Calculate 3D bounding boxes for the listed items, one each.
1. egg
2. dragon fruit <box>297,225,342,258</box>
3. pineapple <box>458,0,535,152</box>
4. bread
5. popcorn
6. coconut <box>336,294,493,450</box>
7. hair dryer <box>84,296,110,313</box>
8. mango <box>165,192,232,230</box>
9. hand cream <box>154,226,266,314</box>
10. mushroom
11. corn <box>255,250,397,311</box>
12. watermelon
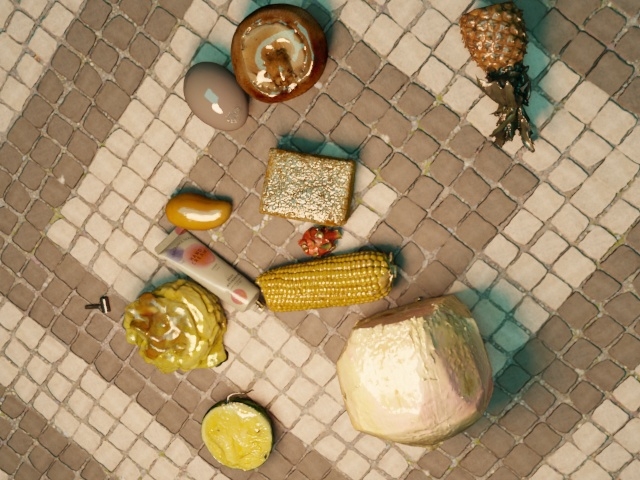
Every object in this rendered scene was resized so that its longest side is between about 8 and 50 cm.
[{"bbox_3d":[-0.269,-0.371,1.914,0.146,0.146,0.198,-35,99,16],"label":"egg"},{"bbox_3d":[0.001,-0.002,1.972,0.116,0.081,0.086,-33,92,-8],"label":"dragon fruit"},{"bbox_3d":[0.439,-0.380,1.761,0.166,0.165,0.364,-13,98,14],"label":"pineapple"},{"bbox_3d":[-0.032,-0.138,1.937,0.234,0.110,0.184,10,100,7],"label":"bread"},{"bbox_3d":[-0.401,0.237,2.022,0.293,0.237,0.292,1,98,9],"label":"popcorn"},{"bbox_3d":[0.236,0.346,1.843,0.405,0.404,0.404,2,102,11],"label":"coconut"},{"bbox_3d":[-0.659,0.192,2.177,0.083,0.026,0.047,-6,98,20],"label":"hair dryer"},{"bbox_3d":[-0.332,-0.078,2.024,0.184,0.085,0.102,3,98,0],"label":"mango"},{"bbox_3d":[-0.289,0.090,2.034,0.341,0.124,0.077,38,138,1],"label":"hand cream"},{"bbox_3d":[-0.106,-0.469,1.857,0.253,0.153,0.253,2,104,10],"label":"mushroom"},{"bbox_3d":[0.015,0.115,1.962,0.387,0.144,0.143,-13,99,14],"label":"corn"},{"bbox_3d":[-0.229,0.531,2.103,0.204,0.127,0.232,-18,99,15],"label":"watermelon"}]
